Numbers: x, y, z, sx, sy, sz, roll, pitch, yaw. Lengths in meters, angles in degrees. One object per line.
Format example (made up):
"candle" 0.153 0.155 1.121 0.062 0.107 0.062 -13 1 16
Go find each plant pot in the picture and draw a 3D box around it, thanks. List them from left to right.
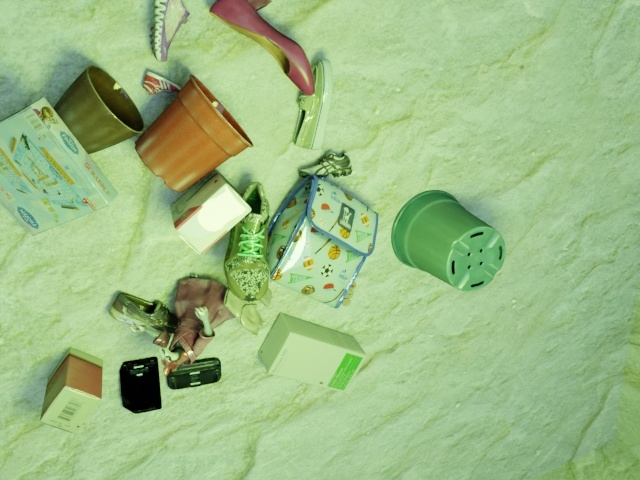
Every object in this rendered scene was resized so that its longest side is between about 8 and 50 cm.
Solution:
"plant pot" -0.662 -0.335 1.483 0.230 0.215 0.215 -31 120 9
"plant pot" -0.388 -0.300 1.572 0.265 0.272 0.272 -40 120 6
"plant pot" 0.496 0.013 2.003 0.341 0.334 0.341 -7 112 -19

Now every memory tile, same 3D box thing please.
"memory tile" 0.067 0.204 2.086 0.148 0.012 0.113 12 105 -26

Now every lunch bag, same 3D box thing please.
"lunch bag" 0.000 0.000 1.852 0.328 0.239 0.385 29 93 -33

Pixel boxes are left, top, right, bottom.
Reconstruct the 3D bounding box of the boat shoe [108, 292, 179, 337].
"boat shoe" -0.567 0.254 1.798 0.285 0.103 0.092 22 106 -22

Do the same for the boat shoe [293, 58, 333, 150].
"boat shoe" -0.026 -0.445 1.739 0.094 0.109 0.302 0 113 -20

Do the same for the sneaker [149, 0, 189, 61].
"sneaker" -0.430 -0.633 1.511 0.105 0.095 0.236 0 109 -30

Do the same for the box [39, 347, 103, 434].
"box" -0.805 0.485 1.714 0.127 0.232 0.148 34 95 -29

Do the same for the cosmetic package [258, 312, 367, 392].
"cosmetic package" -0.030 0.444 2.061 0.366 0.155 0.197 21 104 -29

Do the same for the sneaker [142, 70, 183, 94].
"sneaker" -0.475 -0.456 1.586 0.119 0.042 0.067 22 97 -20

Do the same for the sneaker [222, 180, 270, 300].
"sneaker" -0.227 -0.012 1.665 0.158 0.410 0.182 2 153 -12

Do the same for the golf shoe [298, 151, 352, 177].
"golf shoe" 0.014 -0.264 1.855 0.198 0.077 0.093 -9 96 -21

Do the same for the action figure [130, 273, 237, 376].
"action figure" -0.435 0.299 1.748 0.248 0.370 0.275 -1 136 20

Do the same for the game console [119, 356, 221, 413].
"game console" -0.547 0.519 1.945 0.362 0.044 0.213 -5 114 -20

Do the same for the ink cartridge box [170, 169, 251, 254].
"ink cartridge box" -0.352 -0.101 1.641 0.207 0.283 0.117 -43 116 -2

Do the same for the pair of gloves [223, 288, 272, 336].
"pair of gloves" -0.242 0.201 1.843 0.042 0.240 0.204 -17 123 25

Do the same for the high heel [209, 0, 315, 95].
"high heel" -0.170 -0.581 1.607 0.181 0.127 0.377 -37 103 -16

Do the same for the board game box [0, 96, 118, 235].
"board game box" -0.785 -0.191 1.462 0.318 0.066 0.318 -16 121 22
